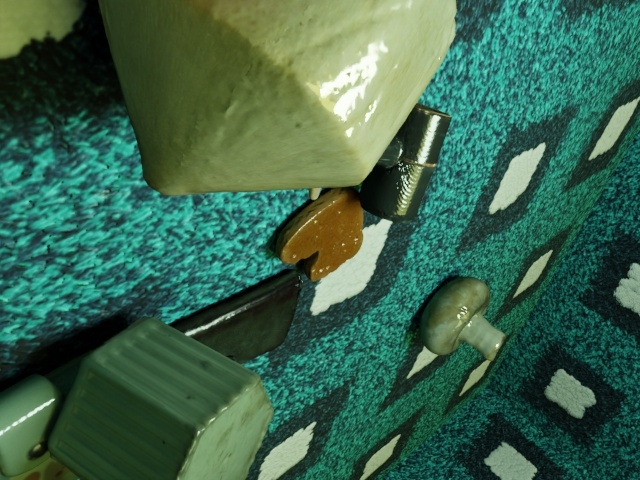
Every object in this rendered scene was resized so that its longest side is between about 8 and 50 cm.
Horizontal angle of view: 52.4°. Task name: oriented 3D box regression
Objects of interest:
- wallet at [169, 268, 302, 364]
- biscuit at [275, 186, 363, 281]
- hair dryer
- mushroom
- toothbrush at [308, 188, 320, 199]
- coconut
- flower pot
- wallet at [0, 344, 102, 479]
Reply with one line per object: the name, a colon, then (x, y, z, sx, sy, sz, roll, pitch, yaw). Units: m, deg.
wallet: (-0.165, 0.166, 1.061, 0.318, 0.045, 0.172, -22, 140, -41)
biscuit: (0.000, 0.000, 1.106, 0.186, 0.036, 0.192, -40, 148, -23)
hair dryer: (0.040, -0.124, 0.958, 0.352, 0.107, 0.189, -1, 115, -43)
mushroom: (0.402, 0.229, 1.792, 0.243, 0.243, 0.243, -36, 149, -26)
toothbrush: (0.020, -0.223, 0.805, 0.028, 0.037, 0.375, -6, 121, -32)
coconut: (-0.044, -0.170, 0.563, 0.329, 0.329, 0.329, -36, 149, -26)
flower pot: (-0.195, 0.241, 0.833, 0.209, 0.189, 0.239, -54, 156, -29)
wallet: (-0.384, 0.277, 0.829, 0.360, 0.083, 0.252, -28, 147, -45)
